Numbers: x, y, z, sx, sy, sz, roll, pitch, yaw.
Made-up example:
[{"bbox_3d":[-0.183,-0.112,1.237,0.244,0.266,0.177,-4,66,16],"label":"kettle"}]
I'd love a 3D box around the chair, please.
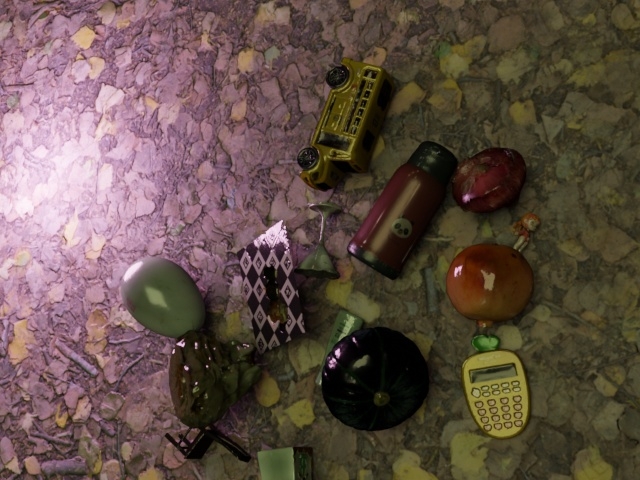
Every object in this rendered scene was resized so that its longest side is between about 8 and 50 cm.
[{"bbox_3d":[-0.283,0.528,1.901,0.212,0.084,0.101,37,91,25],"label":"chair"}]

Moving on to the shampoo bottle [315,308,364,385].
[{"bbox_3d":[0.039,0.268,1.840,0.069,0.041,0.191,24,89,21],"label":"shampoo bottle"}]

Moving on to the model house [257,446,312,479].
[{"bbox_3d":[-0.077,0.569,1.777,0.100,0.127,0.149,-12,71,21],"label":"model house"}]

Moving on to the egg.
[{"bbox_3d":[-0.414,0.153,1.983,0.264,0.183,0.183,39,95,18],"label":"egg"}]

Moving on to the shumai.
[{"bbox_3d":[-0.261,0.344,1.876,0.218,0.189,0.256,-8,47,-21],"label":"shumai"}]

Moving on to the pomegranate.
[{"bbox_3d":[0.374,0.097,1.661,0.191,0.191,0.191,-5,77,22],"label":"pomegranate"}]

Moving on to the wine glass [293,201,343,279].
[{"bbox_3d":[0.000,0.000,1.879,0.122,0.122,0.183,0,76,23],"label":"wine glass"}]

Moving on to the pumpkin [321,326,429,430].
[{"bbox_3d":[0.119,0.302,1.720,0.248,0.248,0.248,-5,77,22],"label":"pumpkin"}]

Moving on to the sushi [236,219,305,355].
[{"bbox_3d":[-0.109,0.122,1.899,0.264,0.050,0.290,-34,65,51],"label":"sushi"}]

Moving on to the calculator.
[{"bbox_3d":[0.393,0.325,1.679,0.146,0.032,0.235,-14,75,20],"label":"calculator"}]

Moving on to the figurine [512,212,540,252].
[{"bbox_3d":[0.462,-0.013,1.710,0.047,0.064,0.109,16,75,47],"label":"figurine"}]

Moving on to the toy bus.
[{"bbox_3d":[0.067,-0.281,1.890,0.151,0.145,0.331,17,85,24],"label":"toy bus"}]

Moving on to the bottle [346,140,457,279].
[{"bbox_3d":[0.208,-0.078,1.789,0.144,0.144,0.336,34,91,26],"label":"bottle"}]

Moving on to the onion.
[{"bbox_3d":[0.397,-0.126,1.724,0.184,0.147,0.184,-35,24,18],"label":"onion"}]
